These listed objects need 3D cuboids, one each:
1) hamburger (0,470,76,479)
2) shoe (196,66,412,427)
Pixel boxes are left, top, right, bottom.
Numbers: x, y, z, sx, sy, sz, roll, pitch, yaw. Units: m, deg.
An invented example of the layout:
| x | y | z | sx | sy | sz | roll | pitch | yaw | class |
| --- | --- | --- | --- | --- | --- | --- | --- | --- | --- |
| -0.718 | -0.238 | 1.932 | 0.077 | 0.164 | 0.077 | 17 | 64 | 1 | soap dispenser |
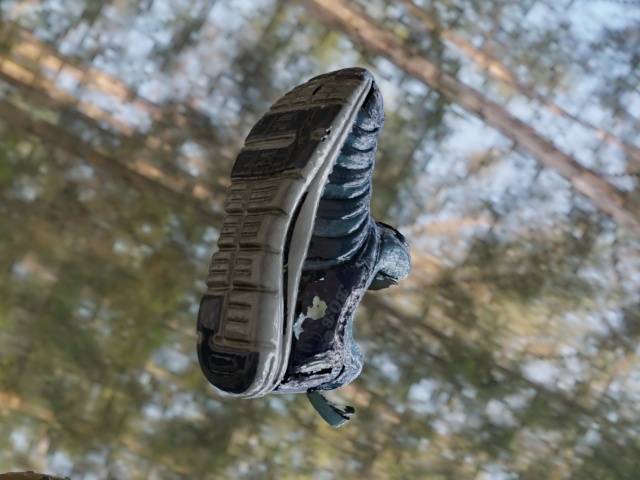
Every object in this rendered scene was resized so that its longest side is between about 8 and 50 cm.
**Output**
| x | y | z | sx | sy | sz | roll | pitch | yaw | class |
| --- | --- | --- | --- | --- | --- | --- | --- | --- | --- |
| -0.161 | 0.235 | 1.203 | 0.113 | 0.185 | 0.177 | -75 | -171 | -54 | hamburger |
| 0.000 | 0.000 | 1.110 | 0.091 | 0.106 | 0.207 | -2 | -107 | 57 | shoe |
